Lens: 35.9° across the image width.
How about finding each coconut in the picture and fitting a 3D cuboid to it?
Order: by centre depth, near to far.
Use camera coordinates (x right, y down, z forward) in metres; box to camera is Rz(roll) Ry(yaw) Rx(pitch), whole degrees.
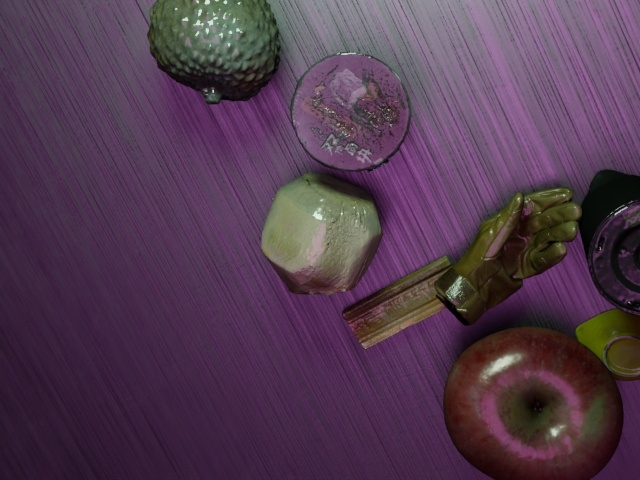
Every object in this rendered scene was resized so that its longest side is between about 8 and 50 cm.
[{"bbox_3d":[0.001,0.001,1.906,0.227,0.227,0.230,21,107,3],"label":"coconut"}]

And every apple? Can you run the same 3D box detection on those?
[{"bbox_3d":[0.407,0.322,1.914,0.345,0.269,0.344,0,85,4],"label":"apple"}]

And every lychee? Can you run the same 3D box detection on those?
[{"bbox_3d":[-0.189,-0.383,1.822,0.256,0.255,0.274,8,76,7],"label":"lychee"}]

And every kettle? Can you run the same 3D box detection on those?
[{"bbox_3d":[0.592,0.009,1.766,0.262,0.308,0.203,32,106,0],"label":"kettle"}]

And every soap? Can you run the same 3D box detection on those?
[{"bbox_3d":[0.173,0.127,2.006,0.252,0.037,0.092,-29,100,14],"label":"soap"}]

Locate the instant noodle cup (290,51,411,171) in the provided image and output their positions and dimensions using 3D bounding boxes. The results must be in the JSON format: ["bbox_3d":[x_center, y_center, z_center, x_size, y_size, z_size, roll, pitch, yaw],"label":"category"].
[{"bbox_3d":[0.066,-0.248,1.835,0.218,0.207,0.217,2,105,7],"label":"instant noodle cup"}]

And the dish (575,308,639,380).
[{"bbox_3d":[0.605,0.218,1.940,0.208,0.080,0.148,15,107,6],"label":"dish"}]

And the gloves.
[{"bbox_3d":[0.361,0.021,1.892,0.331,0.141,0.154,-45,84,11],"label":"gloves"}]
